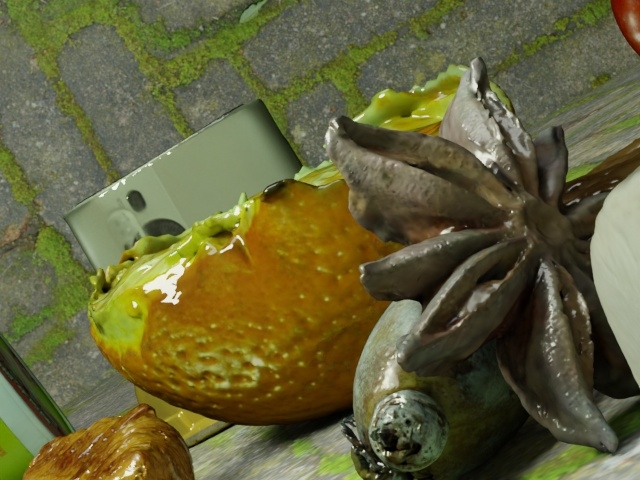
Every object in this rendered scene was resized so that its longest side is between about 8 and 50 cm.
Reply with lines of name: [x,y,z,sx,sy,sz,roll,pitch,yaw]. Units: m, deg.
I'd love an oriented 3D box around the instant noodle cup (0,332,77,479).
instant noodle cup: [-0.455,0.226,1.683,0.308,0.294,0.294,-37,3,-6]

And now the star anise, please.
star anise: [0.079,0.010,0.672,0.065,0.195,0.182,-48,7,41]

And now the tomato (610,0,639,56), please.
tomato: [0.415,-0.219,1.605,0.233,0.139,0.200,7,26,20]

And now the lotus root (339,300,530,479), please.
lotus root: [0.055,0.064,0.710,0.088,0.088,0.165,-29,6,35]

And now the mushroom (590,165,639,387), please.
mushroom: [0.273,-0.072,0.515,0.397,0.126,0.177,-34,-6,-3]

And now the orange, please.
orange: [0.005,0.008,1.100,0.335,0.196,0.262,-37,18,22]

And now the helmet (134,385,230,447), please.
helmet: [-0.076,0.079,1.418,0.257,0.140,0.205,-33,2,9]

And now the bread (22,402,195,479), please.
bread: [-0.135,0.164,1.040,0.105,0.076,0.233,-44,15,-22]

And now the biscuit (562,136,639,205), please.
biscuit: [0.225,-0.035,1.221,0.325,0.044,0.217,-32,4,-36]

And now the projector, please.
projector: [-0.107,0.014,1.707,0.249,0.249,0.248,-30,2,0]
